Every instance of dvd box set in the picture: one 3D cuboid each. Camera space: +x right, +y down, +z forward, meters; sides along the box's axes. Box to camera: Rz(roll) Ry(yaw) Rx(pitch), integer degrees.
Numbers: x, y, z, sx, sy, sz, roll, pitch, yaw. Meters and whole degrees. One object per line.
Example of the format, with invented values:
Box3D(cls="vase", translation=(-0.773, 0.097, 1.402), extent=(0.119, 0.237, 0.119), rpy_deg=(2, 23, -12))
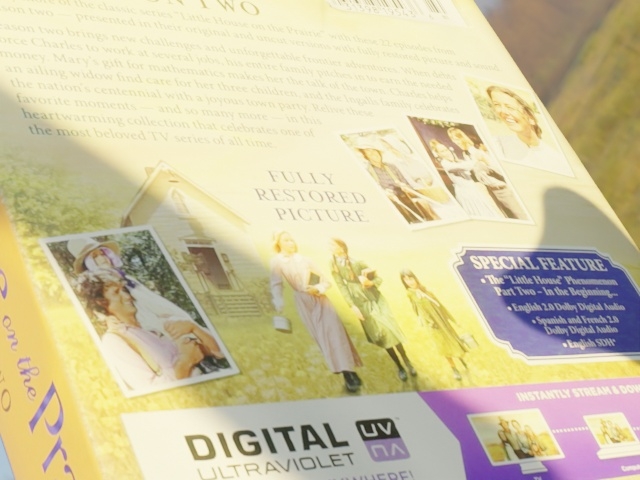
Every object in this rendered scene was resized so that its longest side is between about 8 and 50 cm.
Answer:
Box3D(cls="dvd box set", translation=(0.000, 0.000, 0.571), extent=(0.307, 0.420, 0.062), rpy_deg=(0, -41, -38))
